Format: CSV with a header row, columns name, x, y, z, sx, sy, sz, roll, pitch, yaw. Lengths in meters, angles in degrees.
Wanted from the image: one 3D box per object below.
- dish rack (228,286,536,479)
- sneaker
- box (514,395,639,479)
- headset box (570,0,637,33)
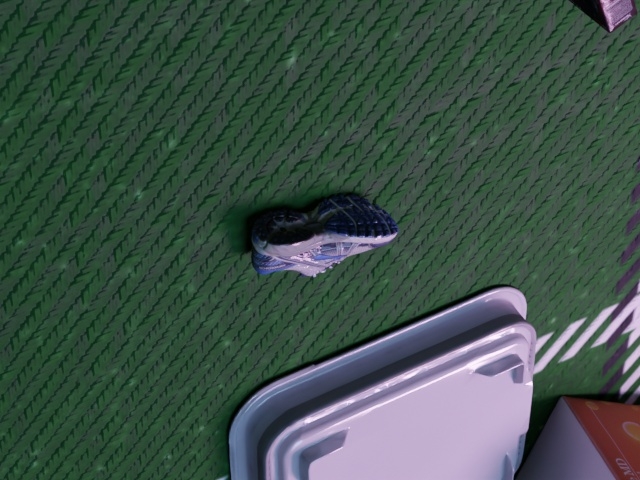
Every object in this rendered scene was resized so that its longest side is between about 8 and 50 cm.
name,x,y,z,sx,sy,sz,roll,pitch,yaw
dish rack,0.076,0.208,1.591,0.333,0.072,0.285,-22,136,-22
sneaker,0.000,0.000,1.364,0.135,0.052,0.058,-6,139,-25
box,0.411,0.314,1.776,0.345,0.215,0.168,9,120,-26
headset box,0.219,-0.217,1.316,0.032,0.062,0.083,-38,141,-4
